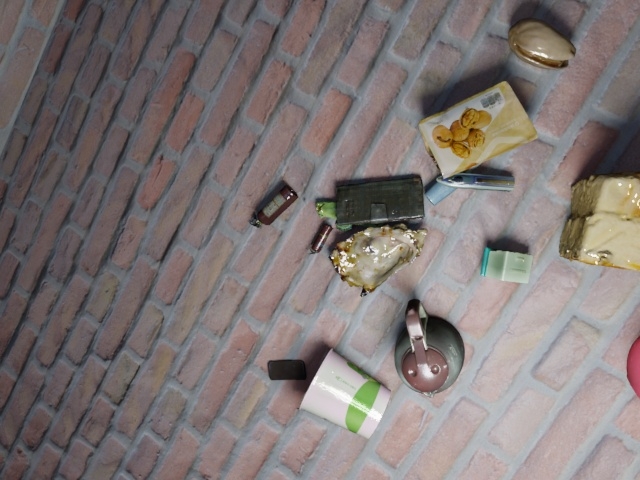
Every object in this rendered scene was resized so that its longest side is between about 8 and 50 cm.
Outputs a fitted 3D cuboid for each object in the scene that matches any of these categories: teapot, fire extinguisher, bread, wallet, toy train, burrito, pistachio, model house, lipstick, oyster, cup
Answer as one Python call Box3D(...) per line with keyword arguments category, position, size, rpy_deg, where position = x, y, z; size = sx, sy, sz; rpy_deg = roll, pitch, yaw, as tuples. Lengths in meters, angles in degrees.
Box3D(category="teapot", position=(0.343, 0.347, 1.485), size=(0.234, 0.312, 0.314), rpy_deg=(-16, 85, 16))
Box3D(category="fire extinguisher", position=(-0.196, -0.128, 1.803), size=(0.231, 0.071, 0.099), rpy_deg=(-41, 50, 16))
Box3D(category="bread", position=(0.908, -0.047, 1.262), size=(0.391, 0.371, 0.278), rpy_deg=(4, 90, 20))
Box3D(category="wallet", position=(-0.134, 0.516, 1.799), size=(0.157, 0.018, 0.082), rpy_deg=(-8, 88, 19))
Box3D(category="toy train", position=(0.519, -0.197, 1.521), size=(0.252, 0.048, 0.054), rpy_deg=(3, 94, -1))
Box3D(category="burrito", position=(0.111, -0.082, 1.703), size=(0.288, 0.054, 0.104), rpy_deg=(14, 96, 17))
Box3D(category="wallet", position=(0.211, -0.142, 1.637), size=(0.318, 0.044, 0.168), rpy_deg=(-4, 68, 13))
Box3D(category="fire extinguisher", position=(0.000, 0.000, 1.740), size=(0.039, 0.056, 0.132), rpy_deg=(34, 98, 43))
Box3D(category="pistachio", position=(0.710, -0.634, 1.463), size=(0.223, 0.126, 0.152), rpy_deg=(40, 66, 14))
Box3D(category="model house", position=(0.599, 0.079, 1.499), size=(0.127, 0.149, 0.100), rpy_deg=(8, 91, -25))
Box3D(category="lipstick", position=(0.485, -0.231, 1.570), size=(0.274, 0.061, 0.068), rpy_deg=(-41, 76, 9))
Box3D(category="oyster", position=(0.207, 0.030, 1.638), size=(0.361, 0.096, 0.221), rpy_deg=(-39, 90, 17))
Box3D(category="cup", position=(0.091, 0.555, 1.614), size=(0.274, 0.253, 0.253), rpy_deg=(28, 99, 10))

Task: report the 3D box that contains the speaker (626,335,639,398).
Box3D(category="speaker", position=(1.041, 0.369, 1.270), size=(0.295, 0.294, 0.293), rpy_deg=(0, 90, 19))

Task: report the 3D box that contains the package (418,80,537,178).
Box3D(category="package", position=(0.514, -0.345, 1.509), size=(0.312, 0.165, 0.221), rpy_deg=(-26, 74, 11))
